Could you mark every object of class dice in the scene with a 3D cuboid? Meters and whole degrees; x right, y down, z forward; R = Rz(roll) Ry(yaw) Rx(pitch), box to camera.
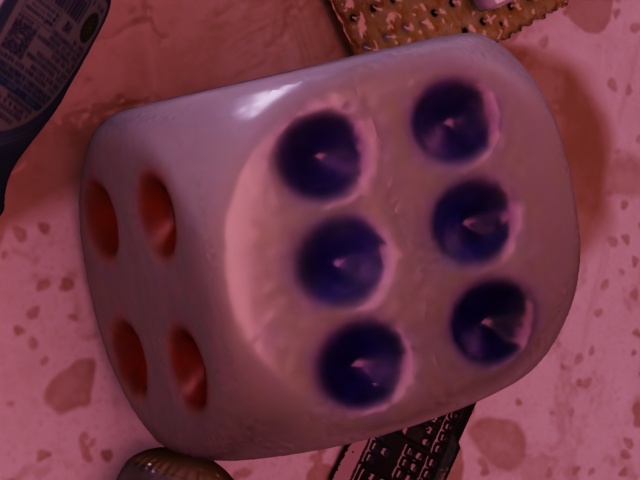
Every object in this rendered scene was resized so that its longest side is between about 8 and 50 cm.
[{"bbox_3d":[0.000,0.000,1.341,0.304,0.304,0.277,-13,97,-24],"label":"dice"}]

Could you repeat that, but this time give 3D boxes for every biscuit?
[{"bbox_3d":[0.113,-0.227,1.549,0.231,0.016,0.139,-31,103,-22],"label":"biscuit"}]

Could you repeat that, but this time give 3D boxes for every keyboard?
[{"bbox_3d":[0.095,0.141,1.544,0.106,0.016,0.262,30,78,-22],"label":"keyboard"}]

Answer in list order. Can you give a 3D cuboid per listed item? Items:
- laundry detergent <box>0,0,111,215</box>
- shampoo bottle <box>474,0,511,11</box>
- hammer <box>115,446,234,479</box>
[{"bbox_3d":[-0.271,-0.096,1.316,0.094,0.143,0.290,24,80,21],"label":"laundry detergent"},{"bbox_3d":[0.154,-0.262,1.535,0.072,0.043,0.099,-29,104,-24],"label":"shampoo bottle"},{"bbox_3d":[-0.057,0.299,1.440,0.305,0.113,0.202,23,84,-32],"label":"hammer"}]
